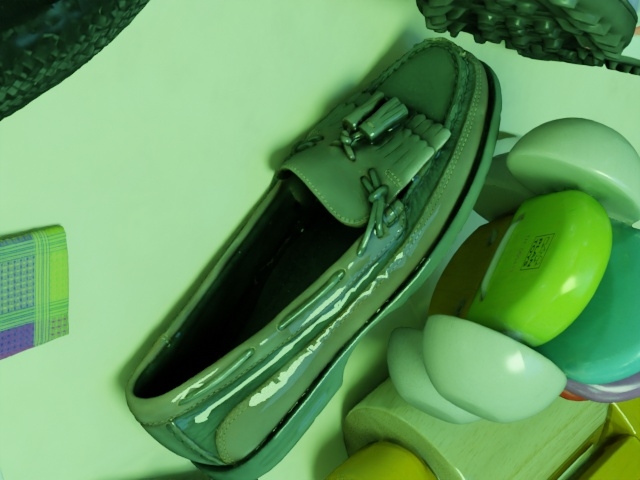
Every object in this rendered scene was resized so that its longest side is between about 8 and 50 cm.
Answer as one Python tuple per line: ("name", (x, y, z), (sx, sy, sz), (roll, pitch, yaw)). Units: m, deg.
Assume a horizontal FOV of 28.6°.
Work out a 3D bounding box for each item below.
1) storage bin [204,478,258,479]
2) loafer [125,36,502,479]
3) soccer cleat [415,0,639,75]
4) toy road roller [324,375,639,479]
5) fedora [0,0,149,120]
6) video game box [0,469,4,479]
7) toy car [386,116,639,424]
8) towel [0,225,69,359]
("storage bin", (-0.060, 0.184, 0.657), (0.135, 0.091, 0.098), (0, 121, -49))
("loafer", (0.000, 0.000, 0.649), (0.084, 0.096, 0.268), (39, 81, -43))
("soccer cleat", (0.132, -0.155, 0.665), (0.318, 0.108, 0.117), (-9, 110, -67))
("toy road roller", (0.129, 0.218, 0.851), (0.202, 0.240, 0.330), (-36, 95, -30))
("fedora", (-0.168, -0.182, 0.325), (0.334, 0.152, 0.334), (-23, 124, -39))
("video game box", (-0.214, 0.213, 0.553), (0.205, 0.048, 0.187), (-32, 127, -34))
("toy car", (0.128, 0.034, 0.675), (0.159, 0.136, 0.182), (-62, -175, -13))
("towel", (-0.149, 0.027, 0.560), (0.083, 0.009, 0.060), (-17, 120, -43))
